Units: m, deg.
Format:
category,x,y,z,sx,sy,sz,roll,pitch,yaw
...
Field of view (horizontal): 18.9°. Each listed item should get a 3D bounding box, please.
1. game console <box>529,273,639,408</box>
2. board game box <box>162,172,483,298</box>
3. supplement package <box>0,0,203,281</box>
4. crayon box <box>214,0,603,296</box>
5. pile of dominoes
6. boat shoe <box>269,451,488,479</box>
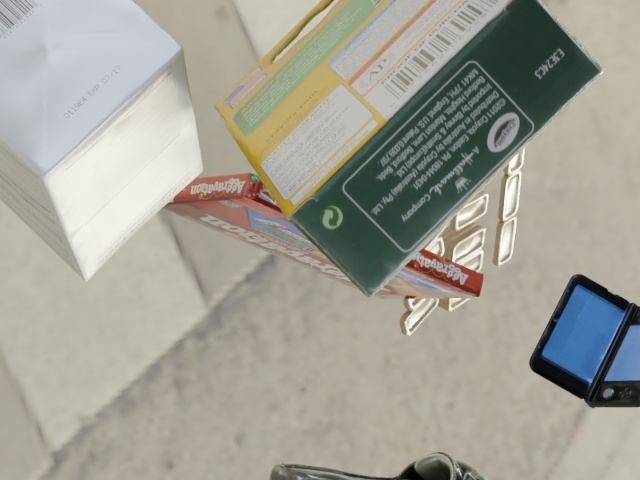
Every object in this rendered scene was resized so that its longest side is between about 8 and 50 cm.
category,x,y,z,sx,sy,sz,roll,pitch,yaw
game console,0.281,0.095,1.870,0.071,0.107,0.122,46,59,-28
board game box,0.000,0.000,1.760,0.281,0.145,0.027,23,76,-35
supplement package,-0.185,-0.091,1.417,0.134,0.139,0.244,43,-14,13
crayon box,0.047,-0.101,1.319,0.083,0.203,0.323,45,3,-20
pile of dominoes,0.141,-0.041,2.032,0.196,0.040,0.251,-30,134,-41
boat shoe,0.101,0.238,1.605,0.335,0.121,0.119,6,96,-34
